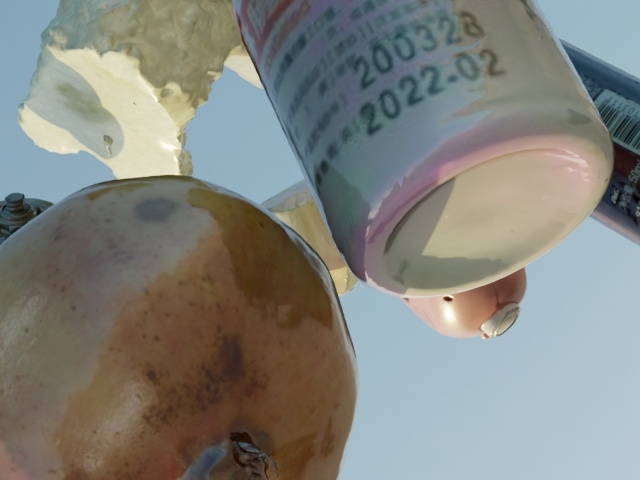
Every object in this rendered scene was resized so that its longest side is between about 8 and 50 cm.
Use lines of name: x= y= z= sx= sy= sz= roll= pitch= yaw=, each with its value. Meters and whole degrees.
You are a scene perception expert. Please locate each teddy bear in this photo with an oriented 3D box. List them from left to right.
teddy bear: x=-0.146 y=-0.282 z=1.995 sx=0.362 sy=0.327 sz=0.375 roll=-63 pitch=-1 yaw=-23

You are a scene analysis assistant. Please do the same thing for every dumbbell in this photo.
dumbbell: x=-0.331 y=0.060 z=2.062 sx=0.110 sy=0.110 sz=0.255 roll=-42 pitch=-40 yaw=-47

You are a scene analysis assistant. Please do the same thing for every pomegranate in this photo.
pomegranate: x=-0.122 y=0.122 z=1.370 sx=0.338 sy=0.338 sz=0.338 roll=-44 pitch=-36 yaw=-45

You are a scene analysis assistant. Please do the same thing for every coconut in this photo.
coconut: x=0.000 y=0.000 z=2.357 sx=0.147 sy=0.147 sz=0.153 roll=-40 pitch=-74 yaw=-48

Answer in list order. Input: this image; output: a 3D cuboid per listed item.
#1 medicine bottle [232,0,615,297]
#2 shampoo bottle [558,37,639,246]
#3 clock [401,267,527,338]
medicine bottle: x=0.053 y=-0.166 z=1.423 sx=0.219 sy=0.388 sz=0.219 roll=-18 pitch=-29 yaw=-10
shampoo bottle: x=0.219 y=-0.101 z=1.610 sx=0.084 sy=0.323 sz=0.129 roll=19 pitch=-80 yaw=-46
clock: x=0.119 y=0.010 z=1.993 sx=0.142 sy=0.241 sz=0.227 roll=-35 pitch=-20 yaw=-12
